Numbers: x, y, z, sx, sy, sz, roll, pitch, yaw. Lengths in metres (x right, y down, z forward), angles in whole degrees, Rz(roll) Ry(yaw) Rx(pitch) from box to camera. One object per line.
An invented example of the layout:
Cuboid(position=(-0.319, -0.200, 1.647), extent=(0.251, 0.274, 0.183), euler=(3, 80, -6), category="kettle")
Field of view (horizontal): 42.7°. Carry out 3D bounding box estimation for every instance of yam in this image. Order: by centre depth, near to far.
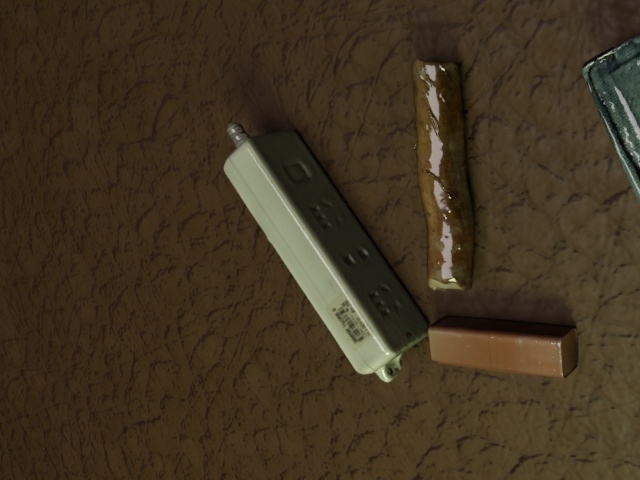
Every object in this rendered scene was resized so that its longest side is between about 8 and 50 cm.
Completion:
Cuboid(position=(0.124, -0.062, 0.822), extent=(0.057, 0.057, 0.241), euler=(3, 106, 36), category="yam")

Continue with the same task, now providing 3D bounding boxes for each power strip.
Cuboid(position=(0.000, 0.000, 0.904), extent=(0.058, 0.098, 0.338), euler=(-42, 78, 37), category="power strip")

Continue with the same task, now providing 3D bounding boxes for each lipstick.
Cuboid(position=(0.184, 0.108, 0.835), extent=(0.145, 0.045, 0.045), euler=(2, 103, 37), category="lipstick")

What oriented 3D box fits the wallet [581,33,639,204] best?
Cuboid(position=(0.390, -0.104, 0.589), extent=(0.342, 0.075, 0.237), euler=(-28, 83, 42), category="wallet")
